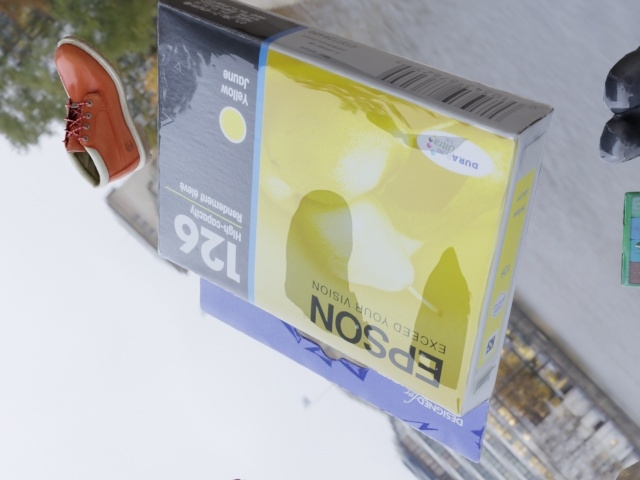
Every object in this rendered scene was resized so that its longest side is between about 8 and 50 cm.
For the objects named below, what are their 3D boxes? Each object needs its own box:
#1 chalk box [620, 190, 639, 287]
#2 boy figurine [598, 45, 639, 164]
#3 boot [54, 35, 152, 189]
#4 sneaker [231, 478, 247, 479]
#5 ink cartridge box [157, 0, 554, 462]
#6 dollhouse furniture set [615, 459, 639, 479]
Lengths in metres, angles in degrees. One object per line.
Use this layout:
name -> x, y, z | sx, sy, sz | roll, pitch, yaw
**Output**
chalk box -> 0.480, 0.002, 1.264 | 0.132, 0.132, 0.213 | 1, 175, 35
boy figurine -> 0.338, -0.045, 0.672 | 0.285, 0.092, 0.177 | 37, 144, 40
boot -> -0.240, -0.131, 0.989 | 0.084, 0.059, 0.157 | -45, -63, -45
sneaker -> -0.091, 0.364, 1.108 | 0.063, 0.074, 0.170 | 5, -129, -30
ink cartridge box -> 0.000, 0.000, 0.715 | 0.304, 0.307, 0.072 | 25, -145, 29
dollhouse furniture set -> 0.298, -0.039, 0.524 | 0.173, 0.355, 0.303 | 54, -149, 11
